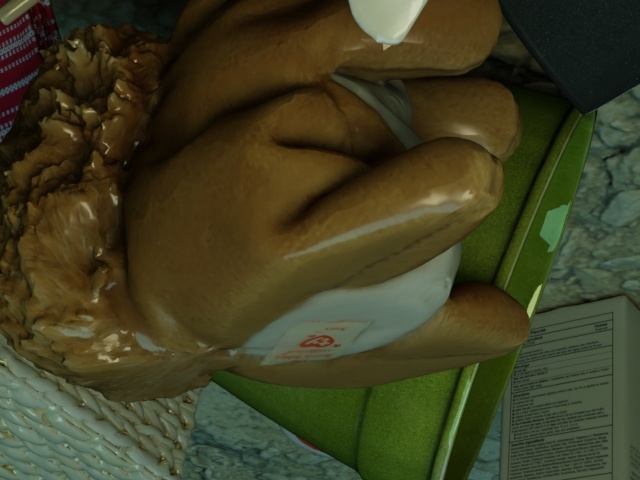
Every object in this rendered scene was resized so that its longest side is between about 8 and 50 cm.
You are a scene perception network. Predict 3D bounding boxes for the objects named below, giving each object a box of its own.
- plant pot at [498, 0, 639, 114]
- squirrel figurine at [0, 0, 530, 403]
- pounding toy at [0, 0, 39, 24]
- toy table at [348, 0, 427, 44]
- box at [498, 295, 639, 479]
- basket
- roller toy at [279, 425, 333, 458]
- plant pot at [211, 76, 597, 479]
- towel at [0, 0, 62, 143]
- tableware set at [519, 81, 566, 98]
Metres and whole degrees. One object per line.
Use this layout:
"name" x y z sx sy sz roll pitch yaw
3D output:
"plant pot" 0.197 -0.231 1.099 0.167 0.187 0.188 36 141 -23
"squirrel figurine" -0.067 -0.094 1.111 0.397 0.370 0.281 -17 156 12
"pounding toy" -0.247 -0.256 1.156 0.270 0.154 0.154 0 152 8
"toy table" 0.039 -0.252 0.916 0.161 0.252 0.274 32 114 -1
"box" 0.282 0.197 1.738 0.149 0.232 0.127 -15 144 32
"basket" -0.322 0.095 1.661 0.328 0.266 0.331 -11 144 29
"roller toy" 0.050 0.160 1.807 0.191 0.146 0.209 -14 144 32
"plant pot" 0.000 0.000 1.369 0.353 0.366 0.366 20 151 12
"towel" -0.283 -0.125 1.318 0.199 0.274 0.031 -16 180 32
"tableware set" 0.148 -0.099 1.476 0.169 0.020 0.141 5 150 3
